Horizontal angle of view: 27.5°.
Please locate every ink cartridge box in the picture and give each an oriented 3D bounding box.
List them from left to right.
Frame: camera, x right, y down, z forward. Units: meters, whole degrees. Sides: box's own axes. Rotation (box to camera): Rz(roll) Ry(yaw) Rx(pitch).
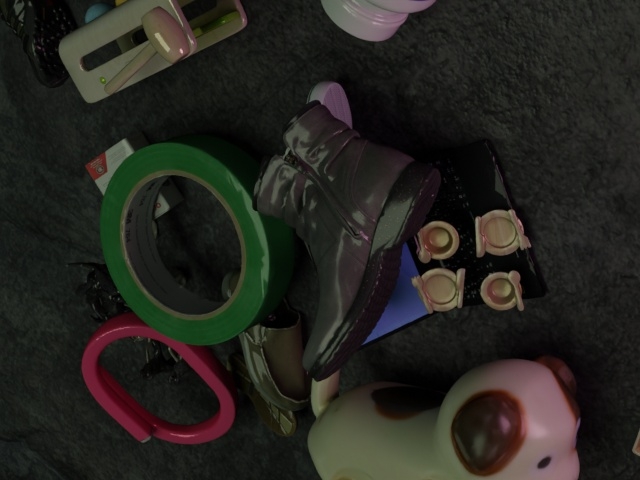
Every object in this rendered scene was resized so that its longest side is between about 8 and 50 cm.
[{"bbox_3d":[-0.302,-0.094,2.128,0.099,0.056,0.135,-29,95,29],"label":"ink cartridge box"}]

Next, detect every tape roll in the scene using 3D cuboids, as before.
[{"bbox_3d":[-0.192,-0.001,2.010,0.321,0.077,0.321,10,110,29],"label":"tape roll"}]

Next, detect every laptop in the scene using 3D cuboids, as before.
[{"bbox_3d":[0.133,0.014,1.791,0.264,0.136,0.234,-10,108,42],"label":"laptop"}]

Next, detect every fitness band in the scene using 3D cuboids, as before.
[{"bbox_3d":[-0.267,0.238,2.178,0.209,0.054,0.291,-28,119,23],"label":"fitness band"}]

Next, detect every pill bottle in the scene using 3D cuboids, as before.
[{"bbox_3d":[0.107,-0.372,1.574,0.152,0.152,0.272,45,135,9],"label":"pill bottle"}]

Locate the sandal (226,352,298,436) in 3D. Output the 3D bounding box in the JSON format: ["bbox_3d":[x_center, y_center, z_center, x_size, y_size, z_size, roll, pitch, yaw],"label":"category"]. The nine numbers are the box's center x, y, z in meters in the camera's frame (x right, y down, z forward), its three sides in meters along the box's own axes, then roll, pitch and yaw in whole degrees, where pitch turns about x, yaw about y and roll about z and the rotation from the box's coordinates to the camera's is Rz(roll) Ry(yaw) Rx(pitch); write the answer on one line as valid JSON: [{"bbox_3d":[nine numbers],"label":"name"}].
[{"bbox_3d":[-0.090,0.250,2.184,0.180,0.049,0.072,44,131,31],"label":"sandal"}]

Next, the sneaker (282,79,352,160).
[{"bbox_3d":[-0.014,-0.113,1.868,0.091,0.094,0.258,19,126,25],"label":"sneaker"}]

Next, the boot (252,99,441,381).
[{"bbox_3d":[0.000,0.000,1.759,0.223,0.118,0.338,28,100,16],"label":"boot"}]

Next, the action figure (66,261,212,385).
[{"bbox_3d":[-0.308,0.112,2.216,0.164,0.141,0.275,-8,125,44],"label":"action figure"}]

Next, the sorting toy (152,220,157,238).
[{"bbox_3d":[-0.316,-0.047,2.201,0.083,0.045,0.075,19,106,30],"label":"sorting toy"}]

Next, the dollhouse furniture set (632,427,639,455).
[{"bbox_3d":[0.449,0.267,1.719,0.091,0.081,0.114,28,130,25],"label":"dollhouse furniture set"}]

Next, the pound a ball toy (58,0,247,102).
[{"bbox_3d":[-0.263,-0.304,1.880,0.319,0.208,0.135,-17,103,45],"label":"pound a ball toy"}]

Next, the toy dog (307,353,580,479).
[{"bbox_3d":[0.195,0.297,1.851,0.408,0.285,0.395,-27,78,44],"label":"toy dog"}]

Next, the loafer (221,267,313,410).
[{"bbox_3d":[-0.074,0.157,2.076,0.087,0.094,0.251,-16,104,48],"label":"loafer"}]

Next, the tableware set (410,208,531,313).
[{"bbox_3d":[0.202,0.031,1.763,0.169,0.020,0.141,-5,108,14],"label":"tableware set"}]

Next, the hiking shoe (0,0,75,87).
[{"bbox_3d":[-0.464,-0.359,2.116,0.114,0.086,0.226,9,116,51],"label":"hiking shoe"}]
